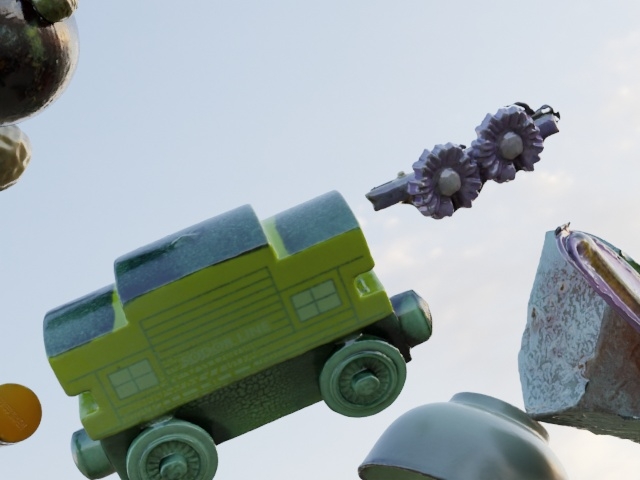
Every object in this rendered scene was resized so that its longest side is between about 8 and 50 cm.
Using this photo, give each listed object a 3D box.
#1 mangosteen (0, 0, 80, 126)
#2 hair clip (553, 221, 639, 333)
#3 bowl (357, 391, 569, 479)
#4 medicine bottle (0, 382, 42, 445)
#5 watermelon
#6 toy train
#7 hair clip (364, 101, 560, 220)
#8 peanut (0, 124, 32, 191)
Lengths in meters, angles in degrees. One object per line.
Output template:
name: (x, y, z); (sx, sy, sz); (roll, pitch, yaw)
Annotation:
mangosteen: (-0.460, -0.299, 1.700); (0.288, 0.288, 0.288); (-17, -31, -10)
hair clip: (0.438, 0.107, 1.584); (0.110, 0.358, 0.095); (-41, -11, -25)
bowl: (0.254, 0.364, 1.970); (0.185, 0.354, 0.354); (-62, -21, -22)
medicine bottle: (-0.511, 0.283, 1.965); (0.096, 0.096, 0.192); (-7, -9, -25)
watermelon: (0.413, 0.183, 1.840); (0.258, 0.387, 0.228); (-30, 14, -12)
toy train: (-0.100, 0.110, 1.392); (0.442, 0.179, 0.272); (-23, -66, -3)
hair clip: (0.195, -0.101, 1.624); (0.292, 0.084, 0.106); (-26, -73, -6)
peanut: (-0.593, -0.092, 1.931); (0.298, 0.136, 0.120); (-40, -14, -19)
